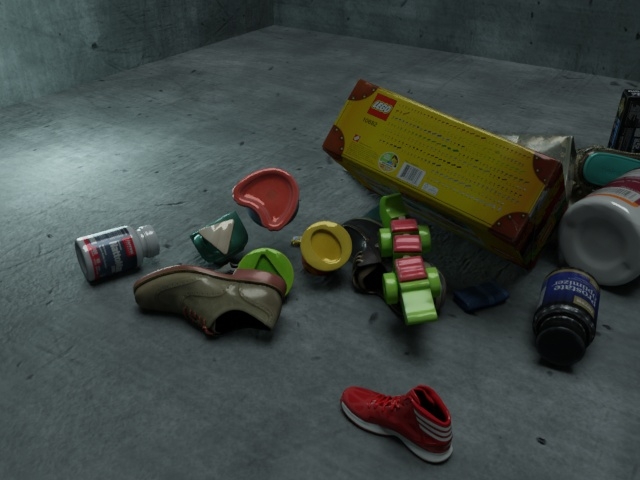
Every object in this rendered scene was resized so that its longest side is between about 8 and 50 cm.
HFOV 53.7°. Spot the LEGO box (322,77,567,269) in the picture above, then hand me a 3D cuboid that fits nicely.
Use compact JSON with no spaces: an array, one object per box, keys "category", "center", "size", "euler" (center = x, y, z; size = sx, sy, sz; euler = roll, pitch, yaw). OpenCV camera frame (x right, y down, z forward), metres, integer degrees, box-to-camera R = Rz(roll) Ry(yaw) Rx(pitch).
[{"category":"LEGO box","center":[0.306,-0.149,1.513],"size":[0.500,0.193,0.372],"euler":[30,1,25]}]

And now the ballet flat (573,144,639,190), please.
[{"category":"ballet flat","center":[0.940,-0.188,1.848],"size":[0.483,0.163,0.182],"euler":[12,13,-5]}]

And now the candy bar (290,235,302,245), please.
[{"category":"candy bar","center":[0.000,0.000,1.676],"size":[0.162,0.018,0.040],"euler":[-2,27,-3]}]

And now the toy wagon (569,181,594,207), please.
[{"category":"toy wagon","center":[0.640,-0.157,1.904],"size":[0.345,0.068,0.267],"euler":[24,38,35]}]

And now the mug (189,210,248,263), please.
[{"category":"mug","center":[-0.254,0.004,1.566],"size":[0.158,0.097,0.129],"euler":[-34,9,-35]}]

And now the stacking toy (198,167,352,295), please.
[{"category":"stacking toy","center":[-0.112,0.004,1.520],"size":[0.280,0.130,0.309],"euler":[-39,82,-12]}]

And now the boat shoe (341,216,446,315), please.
[{"category":"boat shoe","center":[0.137,0.054,1.481],"size":[0.130,0.132,0.355],"euler":[-20,36,-28]}]

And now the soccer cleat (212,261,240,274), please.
[{"category":"soccer cleat","center":[-0.230,0.070,1.536],"size":[0.083,0.035,0.029],"euler":[-4,31,-8]}]

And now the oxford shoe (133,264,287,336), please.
[{"category":"oxford shoe","center":[-0.251,0.135,1.354],"size":[0.349,0.123,0.130],"euler":[-3,53,15]}]

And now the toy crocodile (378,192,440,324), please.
[{"category":"toy crocodile","center":[0.185,0.036,1.346],"size":[0.115,0.105,0.340],"euler":[-5,45,2]}]

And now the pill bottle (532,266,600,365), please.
[{"category":"pill bottle","center":[0.513,0.158,1.322],"size":[0.123,0.122,0.219],"euler":[13,33,20]}]

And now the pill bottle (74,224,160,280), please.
[{"category":"pill bottle","center":[-0.492,0.022,1.541],"size":[0.180,0.107,0.108],"euler":[-19,36,-29]}]

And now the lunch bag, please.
[{"category":"lunch bag","center":[0.547,-0.131,1.698],"size":[0.235,0.286,0.169],"euler":[7,-12,27]}]

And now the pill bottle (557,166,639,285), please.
[{"category":"pill bottle","center":[0.793,-0.057,1.588],"size":[0.392,0.224,0.224],"euler":[-24,39,-35]}]

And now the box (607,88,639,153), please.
[{"category":"box","center":[1.049,-0.305,1.940],"size":[0.294,0.295,0.073],"euler":[4,33,7]}]

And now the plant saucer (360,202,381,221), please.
[{"category":"plant saucer","center":[0.164,-0.072,1.801],"size":[0.067,0.018,0.192],"euler":[20,35,29]}]

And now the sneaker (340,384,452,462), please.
[{"category":"sneaker","center":[0.135,0.281,1.102],"size":[0.221,0.128,0.087],"euler":[19,36,28]}]

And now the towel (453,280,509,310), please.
[{"category":"towel","center":[0.369,0.130,1.457],"size":[0.120,0.029,0.067],"euler":[-12,33,-21]}]
